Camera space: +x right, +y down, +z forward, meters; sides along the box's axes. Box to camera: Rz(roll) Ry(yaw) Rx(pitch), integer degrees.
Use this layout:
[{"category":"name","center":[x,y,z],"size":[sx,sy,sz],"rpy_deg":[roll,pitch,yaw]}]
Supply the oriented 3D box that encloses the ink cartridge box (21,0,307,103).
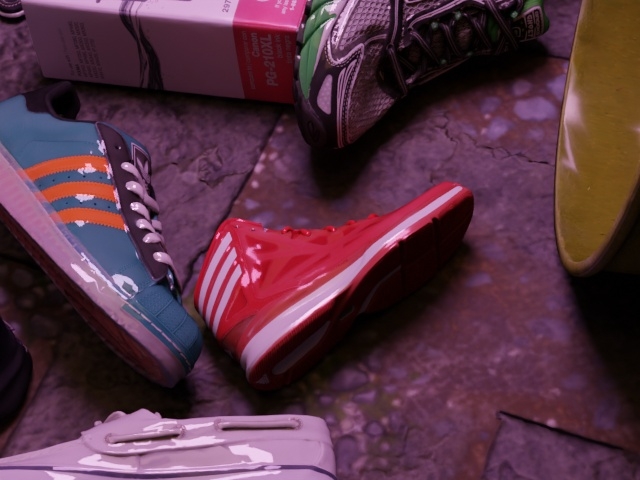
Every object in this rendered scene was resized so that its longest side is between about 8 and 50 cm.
[{"category":"ink cartridge box","center":[-0.112,-0.219,1.269],"size":[0.237,0.100,0.172],"rpy_deg":[7,56,10]}]

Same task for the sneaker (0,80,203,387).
[{"category":"sneaker","center":[-0.164,-0.021,1.132],"size":[0.121,0.108,0.302],"rpy_deg":[-36,58,-14]}]

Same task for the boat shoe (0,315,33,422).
[{"category":"boat shoe","center":[-0.372,0.016,1.095],"size":[0.340,0.158,0.127],"rpy_deg":[19,59,17]}]

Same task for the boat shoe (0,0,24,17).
[{"category":"boat shoe","center":[-0.256,-0.253,1.344],"size":[0.046,0.038,0.125],"rpy_deg":[18,59,17]}]

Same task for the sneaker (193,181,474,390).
[{"category":"sneaker","center":[0.000,0.000,1.118],"size":[0.221,0.087,0.128],"rpy_deg":[-35,61,-19]}]

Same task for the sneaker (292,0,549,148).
[{"category":"sneaker","center":[0.100,-0.195,1.214],"size":[0.146,0.134,0.343],"rpy_deg":[31,63,23]}]

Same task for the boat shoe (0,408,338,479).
[{"category":"boat shoe","center":[-0.121,0.157,1.016],"size":[0.267,0.096,0.088],"rpy_deg":[-4,51,1]}]

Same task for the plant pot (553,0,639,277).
[{"category":"plant pot","center":[0.379,-0.122,1.035],"size":[0.353,0.366,0.366],"rpy_deg":[11,56,-1]}]
